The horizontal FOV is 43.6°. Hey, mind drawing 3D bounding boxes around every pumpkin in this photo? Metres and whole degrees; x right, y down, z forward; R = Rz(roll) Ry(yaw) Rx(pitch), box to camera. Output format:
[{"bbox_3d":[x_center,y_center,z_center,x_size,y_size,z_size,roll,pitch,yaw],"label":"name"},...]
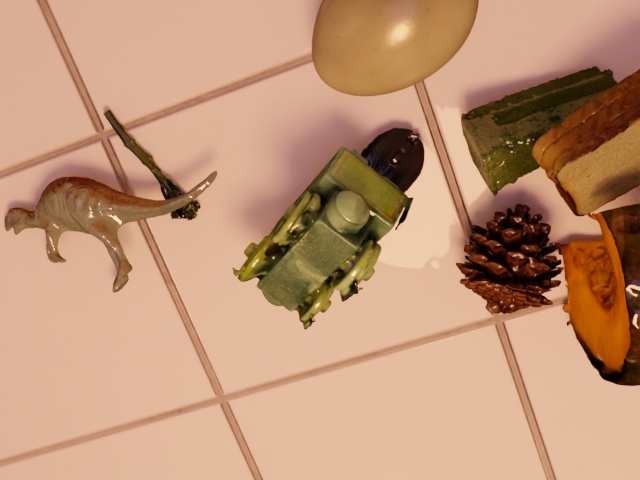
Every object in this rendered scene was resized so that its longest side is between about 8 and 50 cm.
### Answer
[{"bbox_3d":[0.485,0.074,1.137,0.225,0.303,0.256,-14,79,4],"label":"pumpkin"}]

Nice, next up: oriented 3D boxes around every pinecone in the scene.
[{"bbox_3d":[0.287,0.028,1.207,0.174,0.173,0.173,2,109,6],"label":"pinecone"}]

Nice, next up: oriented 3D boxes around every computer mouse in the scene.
[{"bbox_3d":[0.090,-0.099,1.229,0.099,0.057,0.172,41,111,-6],"label":"computer mouse"}]

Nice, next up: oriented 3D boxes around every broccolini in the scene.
[{"bbox_3d":[-0.269,-0.122,1.278,0.042,0.044,0.218,-31,98,31],"label":"broccolini"}]

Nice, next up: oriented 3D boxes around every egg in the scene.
[{"bbox_3d":[0.096,-0.300,1.092,0.254,0.188,0.188,-39,101,23],"label":"egg"}]

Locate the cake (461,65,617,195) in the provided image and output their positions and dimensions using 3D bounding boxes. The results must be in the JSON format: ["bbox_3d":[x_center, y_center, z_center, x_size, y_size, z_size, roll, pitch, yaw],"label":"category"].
[{"bbox_3d":[0.316,-0.178,1.140,0.235,0.100,0.099,-32,141,15],"label":"cake"}]

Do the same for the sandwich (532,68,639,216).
[{"bbox_3d":[0.403,-0.125,1.114,0.186,0.215,0.065,-35,61,18],"label":"sandwich"}]

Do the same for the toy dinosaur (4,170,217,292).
[{"bbox_3d":[-0.337,-0.025,1.268,0.393,0.092,0.205,-24,94,26],"label":"toy dinosaur"}]

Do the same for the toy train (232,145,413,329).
[{"bbox_3d":[0.000,0.000,1.174,0.159,0.188,0.271,37,139,-6],"label":"toy train"}]
